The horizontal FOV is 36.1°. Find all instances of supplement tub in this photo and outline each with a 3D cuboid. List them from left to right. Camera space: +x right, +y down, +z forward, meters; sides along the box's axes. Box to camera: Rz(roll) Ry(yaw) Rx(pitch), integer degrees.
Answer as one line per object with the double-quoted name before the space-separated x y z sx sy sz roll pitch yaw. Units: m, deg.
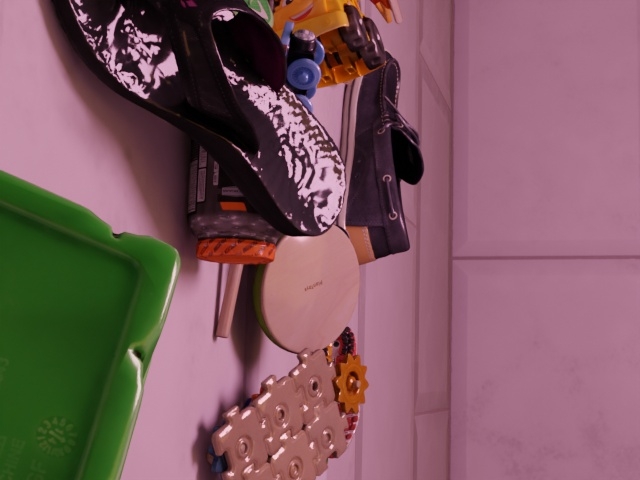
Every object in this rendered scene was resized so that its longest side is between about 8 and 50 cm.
"supplement tub" -0.095 -0.071 1.146 0.117 0.117 0.190 28 62 -73

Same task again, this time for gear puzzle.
"gear puzzle" -0.034 0.238 1.301 0.339 0.044 0.175 -34 116 -49

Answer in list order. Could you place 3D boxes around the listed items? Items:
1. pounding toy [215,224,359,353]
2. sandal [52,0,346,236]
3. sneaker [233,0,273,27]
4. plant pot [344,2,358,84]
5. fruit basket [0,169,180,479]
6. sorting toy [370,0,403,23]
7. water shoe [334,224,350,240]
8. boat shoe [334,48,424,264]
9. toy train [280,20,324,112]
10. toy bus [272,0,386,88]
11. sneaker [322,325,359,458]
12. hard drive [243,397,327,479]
"pounding toy" -0.064 0.054 1.335 0.237 0.110 0.182 14 86 -44
"sandal" -0.084 -0.165 0.988 0.446 0.107 0.167 42 55 -42
"sneaker" -0.100 -0.330 1.125 0.295 0.124 0.109 66 27 -57
"plant pot" 0.030 -0.401 1.775 0.236 0.033 0.236 -1 90 -75
"fruit basket" -0.231 0.171 0.523 0.392 0.283 0.392 -52 -157 33
"sorting toy" 0.079 -0.512 1.837 0.196 0.047 0.347 59 -1 33
"water shoe" 0.000 0.000 1.573 0.203 0.073 0.080 -59 143 -63
"boat shoe" 0.123 -0.168 1.878 0.186 0.156 0.500 67 26 -50
"toy train" -0.058 -0.186 1.227 0.080 0.105 0.184 -83 -174 -49
"toy bus" -0.007 -0.349 1.463 0.220 0.150 0.211 13 64 -72
"sneaker" 0.034 0.259 1.659 0.092 0.088 0.225 66 28 -58
"hard drive" -0.057 0.378 1.410 0.318 0.040 0.210 62 31 -58
